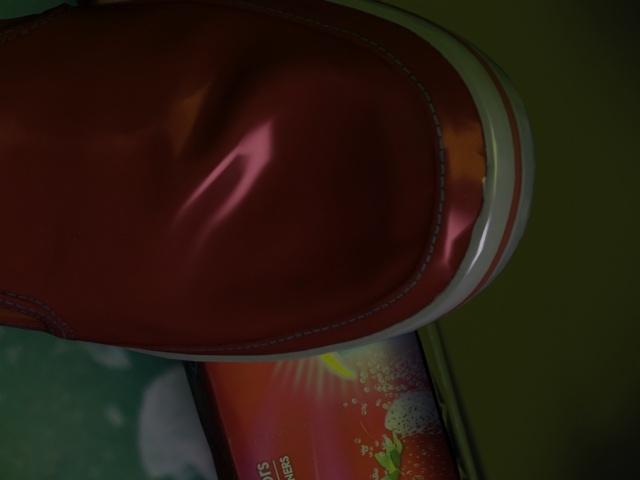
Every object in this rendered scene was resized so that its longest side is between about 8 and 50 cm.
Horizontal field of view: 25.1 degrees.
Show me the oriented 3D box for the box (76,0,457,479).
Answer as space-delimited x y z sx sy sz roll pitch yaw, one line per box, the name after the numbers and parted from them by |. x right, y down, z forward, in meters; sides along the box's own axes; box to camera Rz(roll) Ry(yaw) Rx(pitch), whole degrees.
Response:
0.000 0.000 0.557 0.128 0.122 0.257 -16 94 -9 | box

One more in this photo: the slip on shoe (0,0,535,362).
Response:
-0.098 -0.021 0.449 0.331 0.101 0.123 6 102 22 | slip on shoe

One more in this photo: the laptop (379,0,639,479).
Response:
0.217 -0.009 0.609 0.236 0.408 0.382 -14 95 24 | laptop
